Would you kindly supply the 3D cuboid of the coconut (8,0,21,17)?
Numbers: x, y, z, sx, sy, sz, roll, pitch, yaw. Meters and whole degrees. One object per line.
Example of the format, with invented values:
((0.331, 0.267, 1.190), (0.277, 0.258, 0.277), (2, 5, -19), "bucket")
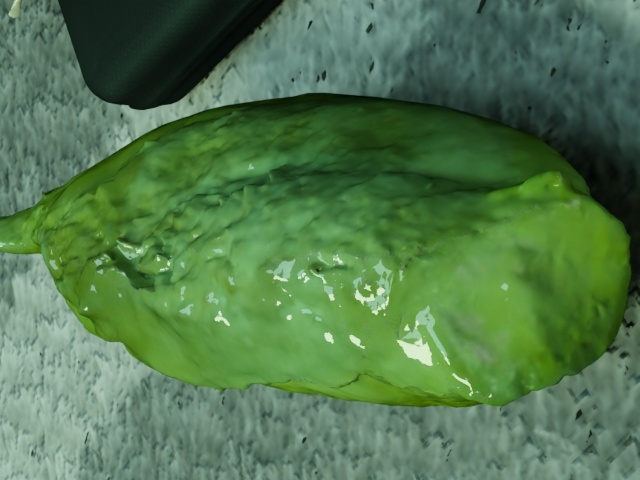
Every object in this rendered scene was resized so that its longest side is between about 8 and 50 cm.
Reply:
((-0.214, -0.217, 0.703), (0.297, 0.254, 0.297), (4, 96, 49), "coconut")

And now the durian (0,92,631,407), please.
((0.000, 0.000, 0.634), (0.250, 0.139, 0.101), (15, 99, 48), "durian")

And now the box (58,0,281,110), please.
((-0.075, -0.184, 0.775), (0.160, 0.050, 0.230), (-39, 64, 45), "box")
